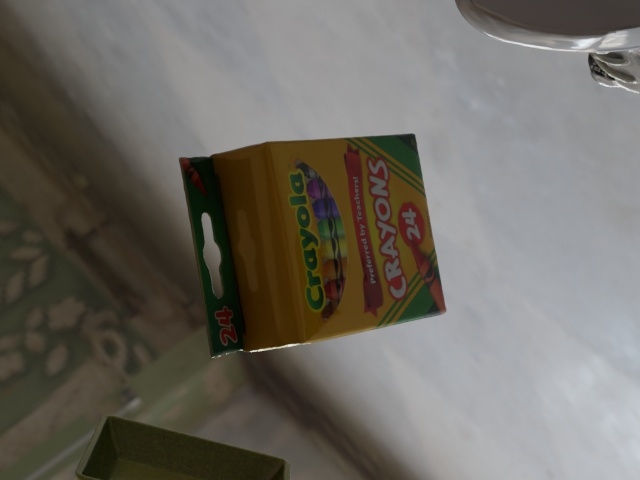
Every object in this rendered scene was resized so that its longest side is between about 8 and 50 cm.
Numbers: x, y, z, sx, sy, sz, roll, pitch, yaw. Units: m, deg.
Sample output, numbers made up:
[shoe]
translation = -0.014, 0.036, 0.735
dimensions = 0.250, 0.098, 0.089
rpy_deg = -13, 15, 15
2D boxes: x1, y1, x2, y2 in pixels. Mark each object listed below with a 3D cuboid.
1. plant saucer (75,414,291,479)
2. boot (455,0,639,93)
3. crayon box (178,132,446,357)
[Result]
[plant saucer]
translation = -0.124, 0.226, 1.431
dimensions = 0.188, 0.045, 0.188
rpy_deg = 15, -170, -3
[boot]
translation = 0.201, -0.141, 1.063
dimensions = 0.123, 0.258, 0.095
rpy_deg = 112, 150, -57
[crayon box]
translation = 0.000, 0.000, 1.595
dimensions = 0.081, 0.318, 0.202
rpy_deg = -11, 89, 37
